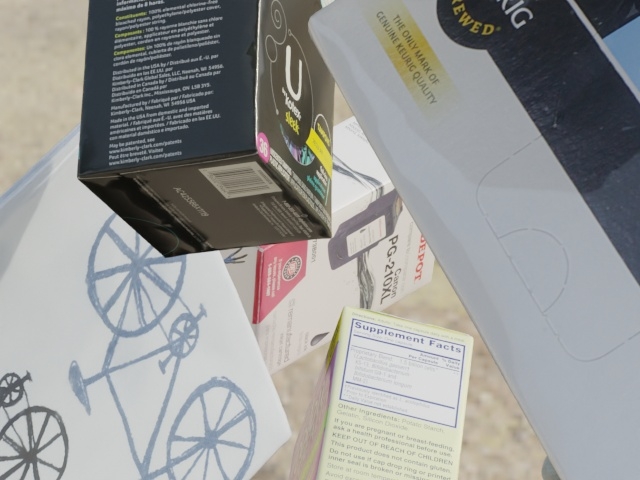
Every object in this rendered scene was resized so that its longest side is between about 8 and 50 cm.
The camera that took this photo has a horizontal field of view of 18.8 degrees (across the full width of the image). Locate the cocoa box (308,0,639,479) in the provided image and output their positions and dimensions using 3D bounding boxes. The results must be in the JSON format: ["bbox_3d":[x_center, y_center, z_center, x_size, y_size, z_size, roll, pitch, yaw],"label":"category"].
[{"bbox_3d":[0.192,0.017,0.772,0.228,0.231,0.347,-33,52,7],"label":"cocoa box"}]

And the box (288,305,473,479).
[{"bbox_3d":[0.037,0.221,1.642,0.117,0.213,0.243,14,48,-3],"label":"box"}]

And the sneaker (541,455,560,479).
[{"bbox_3d":[0.220,0.219,1.143,0.118,0.110,0.292,3,43,-26],"label":"sneaker"}]

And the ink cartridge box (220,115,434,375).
[{"bbox_3d":[0.000,0.000,1.812,0.237,0.172,0.100,-29,51,-33],"label":"ink cartridge box"}]

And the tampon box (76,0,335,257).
[{"bbox_3d":[-0.056,-0.089,1.033,0.101,0.161,0.120,-6,-23,18],"label":"tampon box"}]

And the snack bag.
[{"bbox_3d":[-0.166,0.118,1.191,0.037,0.323,0.342,14,48,38],"label":"snack bag"}]

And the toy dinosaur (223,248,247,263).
[{"bbox_3d":[-0.107,0.006,1.555,0.090,0.047,0.082,-7,39,33],"label":"toy dinosaur"}]
